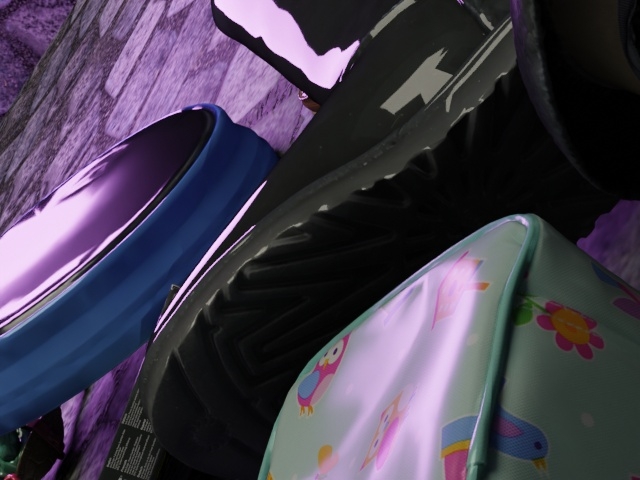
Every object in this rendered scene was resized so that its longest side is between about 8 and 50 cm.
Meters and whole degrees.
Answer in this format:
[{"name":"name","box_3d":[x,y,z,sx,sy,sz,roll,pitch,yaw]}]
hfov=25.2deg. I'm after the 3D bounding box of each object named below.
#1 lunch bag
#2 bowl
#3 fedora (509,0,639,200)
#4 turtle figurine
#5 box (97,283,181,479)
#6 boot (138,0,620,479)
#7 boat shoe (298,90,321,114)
[{"name":"lunch bag","box_3d":[0.039,0.139,0.541,0.224,0.108,0.279,-46,20,48]},{"name":"bowl","box_3d":[-0.212,0.017,1.296,0.391,0.077,0.391,-34,20,14]},{"name":"fedora","box_3d":[0.217,-0.142,0.485,0.152,0.334,0.334,32,94,36]},{"name":"turtle figurine","box_3d":[-0.310,0.189,1.440,0.234,0.118,0.175,-63,2,-30]},{"name":"box","box_3d":[-0.132,0.153,1.082,0.184,0.045,0.190,107,-178,-66]},{"name":"boot","box_3d":[-0.001,-0.099,0.887,0.367,0.146,0.445,-40,35,2]},{"name":"boat shoe","box_3d":[0.028,-0.159,1.161,0.178,0.060,0.064,-33,34,53]}]
